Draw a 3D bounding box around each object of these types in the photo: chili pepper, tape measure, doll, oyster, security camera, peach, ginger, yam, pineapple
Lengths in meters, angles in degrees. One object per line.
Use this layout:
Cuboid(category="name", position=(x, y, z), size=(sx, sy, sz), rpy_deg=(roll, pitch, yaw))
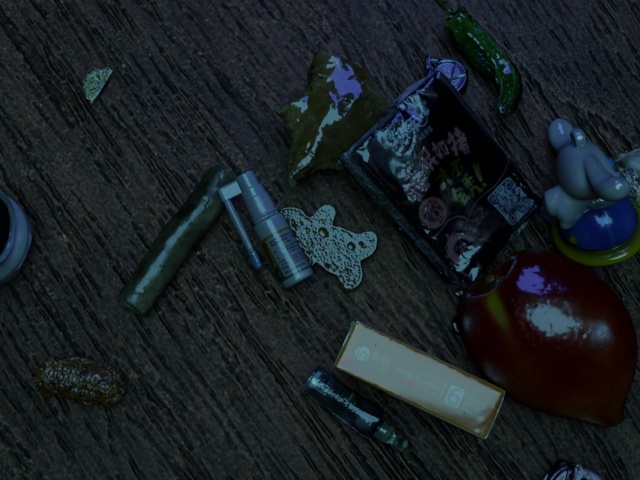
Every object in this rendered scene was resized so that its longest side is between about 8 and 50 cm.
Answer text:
Cuboid(category="chili pepper", position=(0.301, -0.360, 1.595), size=(0.065, 0.122, 0.279), rpy_deg=(-39, 82, 32))
Cuboid(category="tape measure", position=(0.432, 0.446, 1.432), size=(0.118, 0.074, 0.125), rpy_deg=(34, 82, 5))
Cuboid(category="doll", position=(0.463, -0.083, 1.502), size=(0.159, 0.242, 0.311), rpy_deg=(-32, 38, 17))
Cuboid(category="oyster", position=(0.609, -0.121, 1.566), size=(0.191, 0.081, 0.163), rpy_deg=(31, 54, 21))
Cuboid(category="security camera", position=(-0.621, -0.021, 1.439), size=(0.194, 0.236, 0.195), rpy_deg=(0, 76, 1))
Cuboid(category="peach", position=(0.408, 0.174, 1.426), size=(0.257, 0.201, 0.362), rpy_deg=(-39, 81, -9))
Cuboid(category="ginger", position=(0.017, -0.205, 1.544), size=(0.218, 0.123, 0.270), rpy_deg=(29, 84, -11))
Cuboid(category="yam", position=(-0.258, -0.002, 1.524), size=(0.071, 0.067, 0.317), rpy_deg=(39, 77, -23))
Cuboid(category="tape measure", position=(0.236, -0.308, 1.602), size=(0.094, 0.054, 0.091), rpy_deg=(15, 80, 9))
Cuboid(category="pineapple", position=(-0.435, -0.306, 1.611), size=(0.045, 0.019, 0.083), rpy_deg=(33, 82, 3))

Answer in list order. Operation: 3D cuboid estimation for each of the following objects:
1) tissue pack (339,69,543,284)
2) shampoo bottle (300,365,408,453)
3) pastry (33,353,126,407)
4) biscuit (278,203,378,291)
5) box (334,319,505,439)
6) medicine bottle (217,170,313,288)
Cuboid(category="tissue pack", position=(0.223, -0.112, 1.500), size=(0.245, 0.123, 0.332), rpy_deg=(-44, 100, -14))
Cuboid(category="shampoo bottle", position=(0.063, 0.302, 1.465), size=(0.207, 0.063, 0.057), rpy_deg=(34, 91, 6))
Cuboid(category="pastry", position=(-0.429, 0.246, 1.471), size=(0.169, 0.063, 0.087), rpy_deg=(9, 80, 0))
Cuboid(category="biscuit", position=(0.000, 0.000, 1.542), size=(0.205, 0.031, 0.138), rpy_deg=(24, 90, 5))
Cuboid(category="box", position=(0.156, 0.230, 1.403), size=(0.273, 0.221, 0.091), rpy_deg=(25, 82, 7))
Cuboid(category="medicine bottle", position=(-0.101, -0.015, 1.506), size=(0.092, 0.061, 0.221), rpy_deg=(-28, 86, 3))
